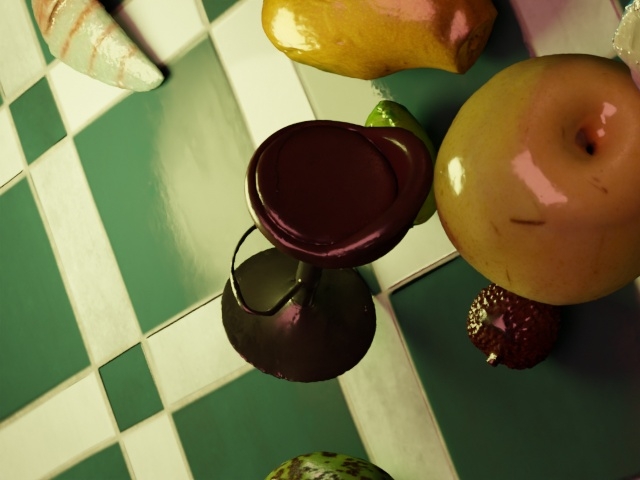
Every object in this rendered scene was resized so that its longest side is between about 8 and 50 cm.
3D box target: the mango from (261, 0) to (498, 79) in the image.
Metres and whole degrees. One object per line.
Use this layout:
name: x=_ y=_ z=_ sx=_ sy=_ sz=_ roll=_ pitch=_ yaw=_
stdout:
mango: x=0.072 y=-0.310 z=1.995 sx=0.359 sy=0.144 sz=0.187 roll=1 pitch=110 yaw=33

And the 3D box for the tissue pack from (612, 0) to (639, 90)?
tissue pack: x=0.478 y=-0.215 z=1.573 sx=0.209 sy=0.269 sz=0.137 roll=53 pitch=160 yaw=20

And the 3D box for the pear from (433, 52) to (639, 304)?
pear: x=0.286 y=-0.075 z=1.720 sx=0.309 sy=0.309 sz=0.309 roll=4 pitch=96 yaw=40

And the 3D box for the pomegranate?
pomegranate: x=-0.002 y=0.417 z=2.045 sx=0.254 sy=0.270 sz=0.254 roll=176 pitch=90 yaw=-68

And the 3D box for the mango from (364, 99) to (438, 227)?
mango: x=0.112 y=-0.105 z=2.003 sx=0.119 sy=0.100 sz=0.178 roll=-31 pitch=69 yaw=47

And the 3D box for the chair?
chair: x=0.000 y=0.000 z=1.918 sx=0.226 sy=0.226 sz=0.401 roll=56 pitch=155 yaw=22

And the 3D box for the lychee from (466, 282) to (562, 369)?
lychee: x=0.253 y=0.103 z=1.893 sx=0.129 sy=0.123 sz=0.123 roll=-40 pitch=66 yaw=5

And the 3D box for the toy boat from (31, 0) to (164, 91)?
toy boat: x=-0.357 y=-0.331 z=2.406 sx=0.282 sy=0.096 sz=0.206 roll=46 pitch=128 yaw=13
